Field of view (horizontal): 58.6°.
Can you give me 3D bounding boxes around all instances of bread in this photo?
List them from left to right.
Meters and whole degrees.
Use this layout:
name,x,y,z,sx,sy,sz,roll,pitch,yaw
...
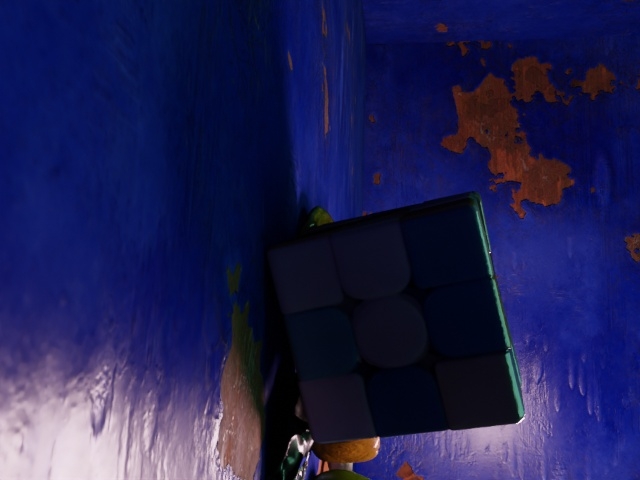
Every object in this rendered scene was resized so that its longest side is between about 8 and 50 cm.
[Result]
name,x,y,z,sx,sy,sz,roll,pitch,yaw
bread,0.056,0.449,1.365,0.245,0.174,0.121,85,13,-46

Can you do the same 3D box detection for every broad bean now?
name,x,y,z,sx,sy,sz,roll,pitch,yaw
broad bean,-0.003,0.001,1.268,0.207,0.073,0.153,-30,106,-78

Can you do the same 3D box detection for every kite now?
name,x,y,z,sx,sy,sz,roll,pitch,yaw
kite,-0.047,0.440,0.981,0.189,0.009,0.232,-69,167,11

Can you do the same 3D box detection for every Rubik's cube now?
name,x,y,z,sx,sy,sz,roll,pitch,yaw
Rubik's cube,0.147,0.118,1.022,0.344,0.347,0.346,-29,104,-71

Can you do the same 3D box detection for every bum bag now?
name,x,y,z,sx,sy,sz,roll,pitch,yaw
bum bag,-0.031,0.318,1.056,0.326,0.080,0.142,-71,172,-63

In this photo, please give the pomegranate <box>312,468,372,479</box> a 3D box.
name,x,y,z,sx,sy,sz,roll,pitch,yaw
pomegranate,0.074,0.704,1.372,0.358,0.216,0.309,81,15,-49

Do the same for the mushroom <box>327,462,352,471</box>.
name,x,y,z,sx,sy,sz,roll,pitch,yaw
mushroom,0.068,0.666,1.663,0.096,0.099,0.278,42,18,-29
